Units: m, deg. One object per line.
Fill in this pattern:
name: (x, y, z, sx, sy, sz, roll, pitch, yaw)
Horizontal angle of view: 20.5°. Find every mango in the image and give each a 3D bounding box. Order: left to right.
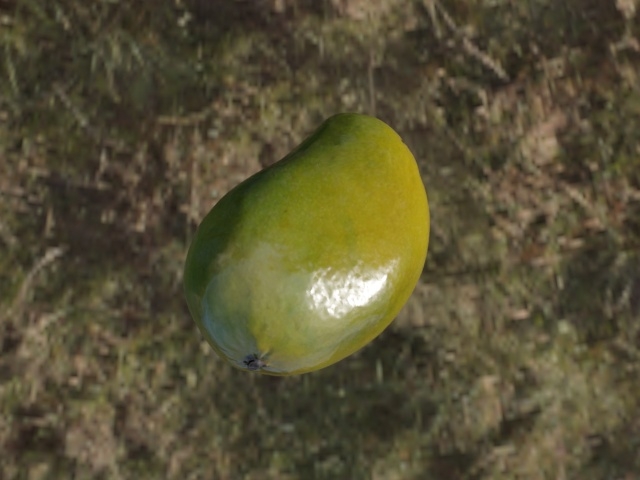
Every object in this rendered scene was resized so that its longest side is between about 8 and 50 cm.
mango: (0.001, 0.003, 1.056, 0.122, 0.191, 0.085, 43, 151, 12)
